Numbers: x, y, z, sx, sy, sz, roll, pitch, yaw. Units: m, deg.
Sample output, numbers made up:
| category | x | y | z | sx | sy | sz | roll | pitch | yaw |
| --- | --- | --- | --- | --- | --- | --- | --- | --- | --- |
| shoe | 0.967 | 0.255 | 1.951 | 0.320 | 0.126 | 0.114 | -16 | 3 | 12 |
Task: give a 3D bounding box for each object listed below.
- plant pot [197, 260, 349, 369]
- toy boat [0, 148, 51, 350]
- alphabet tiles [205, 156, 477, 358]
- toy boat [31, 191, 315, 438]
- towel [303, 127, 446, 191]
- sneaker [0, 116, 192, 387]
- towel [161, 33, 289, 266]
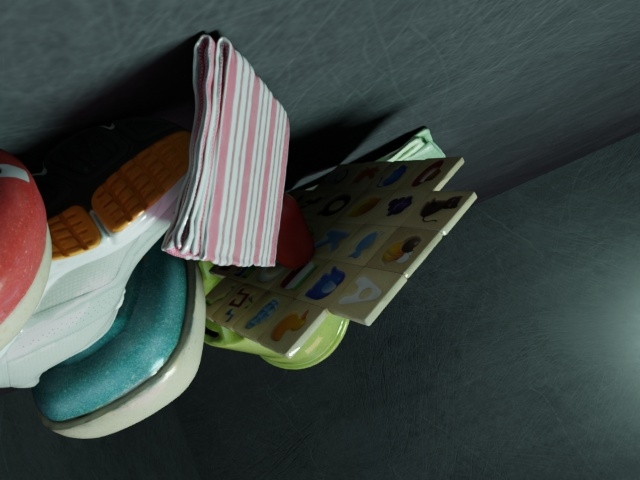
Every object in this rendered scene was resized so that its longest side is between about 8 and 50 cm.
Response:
| category | x | y | z | sx | sy | sz | roll | pitch | yaw |
| --- | --- | --- | --- | --- | --- | --- | --- | --- | --- |
| plant pot | -0.117 | 0.117 | 1.110 | 0.276 | 0.276 | 0.254 | -25 | 161 | 23 |
| toy boat | -0.267 | 0.000 | 0.289 | 0.231 | 0.151 | 0.151 | -19 | 143 | -24 |
| alphabet tiles | 0.000 | 0.000 | 0.653 | 0.285 | 0.011 | 0.343 | -46 | -153 | -22 |
| toy boat | -0.162 | 0.030 | 0.583 | 0.318 | 0.148 | 0.267 | -32 | -142 | -2 |
| towel | 0.042 | -0.078 | 0.923 | 0.325 | 0.038 | 0.248 | -26 | 173 | 16 |
| sneaker | -0.183 | 0.016 | 0.439 | 0.262 | 0.099 | 0.121 | -39 | 153 | 2 |
| towel | -0.061 | -0.052 | 0.440 | 0.029 | 0.144 | 0.197 | 7 | 177 | 10 |
